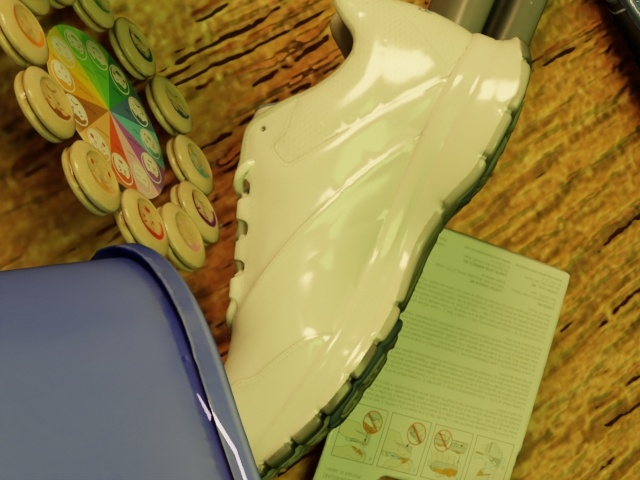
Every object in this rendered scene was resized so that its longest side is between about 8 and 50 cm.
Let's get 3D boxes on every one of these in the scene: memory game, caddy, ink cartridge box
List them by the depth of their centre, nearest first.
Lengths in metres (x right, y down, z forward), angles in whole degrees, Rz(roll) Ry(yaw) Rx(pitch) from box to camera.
[{"bbox_3d":[-0.096,0.162,0.589,0.179,0.241,0.341,-4,52,-25],"label":"caddy"},{"bbox_3d":[-0.103,-0.068,0.701,0.186,0.012,0.186,55,18,-27],"label":"memory game"},{"bbox_3d":[0.066,0.083,0.857,0.145,0.045,0.179,19,89,-30],"label":"ink cartridge box"}]

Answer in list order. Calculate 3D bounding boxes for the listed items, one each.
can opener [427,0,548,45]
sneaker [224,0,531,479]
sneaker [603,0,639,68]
[{"bbox_3d":[0.134,-0.195,0.894,0.074,0.093,0.280,35,73,-26],"label":"can opener"},{"bbox_3d":[0.000,0.000,0.763,0.129,0.111,0.297,28,77,5],"label":"sneaker"},{"bbox_3d":[0.253,-0.107,0.969,0.081,0.090,0.232,-29,79,-30],"label":"sneaker"}]
